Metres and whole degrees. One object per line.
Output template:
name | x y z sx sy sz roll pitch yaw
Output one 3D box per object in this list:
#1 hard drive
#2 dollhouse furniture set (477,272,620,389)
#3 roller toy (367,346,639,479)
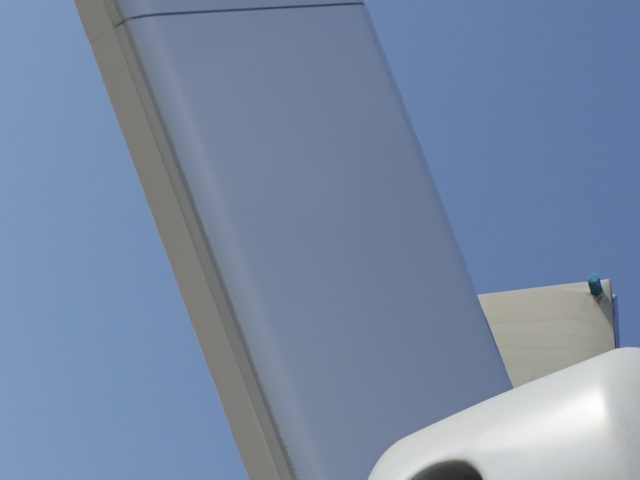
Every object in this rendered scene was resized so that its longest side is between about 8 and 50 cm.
hard drive | 0.000 0.000 0.978 0.047 0.233 0.353 -24 -97 37
dollhouse furniture set | 0.203 0.174 1.283 0.286 0.303 0.198 -9 -40 13
roller toy | 0.108 0.151 0.654 0.146 0.209 0.191 -26 -83 20
